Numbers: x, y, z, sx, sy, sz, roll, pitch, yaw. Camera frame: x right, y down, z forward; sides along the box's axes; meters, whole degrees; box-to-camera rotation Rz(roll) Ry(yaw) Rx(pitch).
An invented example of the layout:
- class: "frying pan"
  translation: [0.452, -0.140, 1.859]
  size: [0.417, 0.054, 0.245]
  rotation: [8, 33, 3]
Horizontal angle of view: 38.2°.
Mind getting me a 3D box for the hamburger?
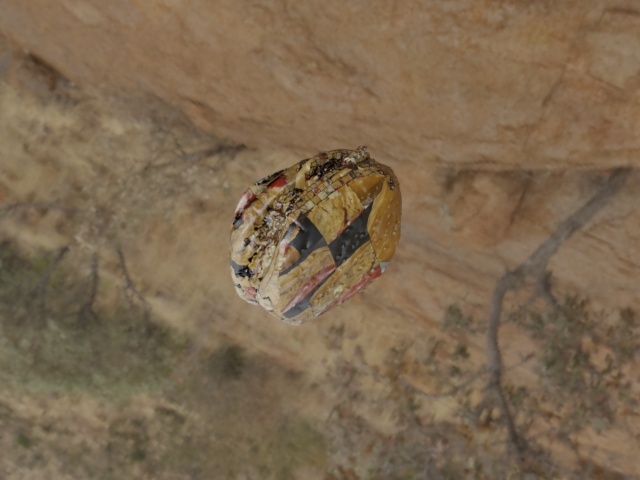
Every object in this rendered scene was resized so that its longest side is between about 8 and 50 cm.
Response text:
- class: "hamburger"
  translation: [0.000, 0.000, 1.057]
  size: [0.107, 0.231, 0.231]
  rotation: [39, 167, 36]
